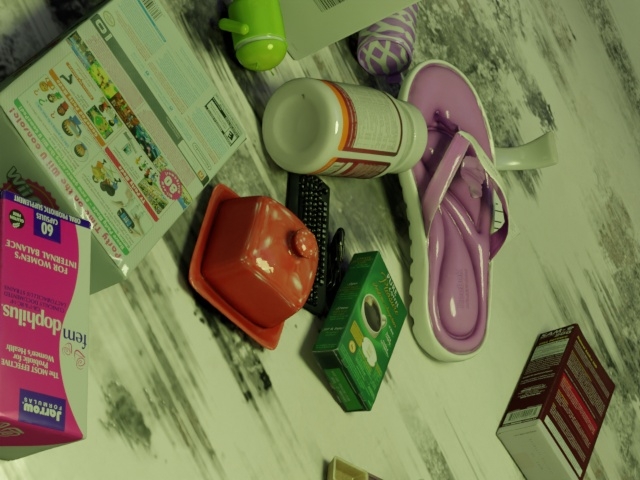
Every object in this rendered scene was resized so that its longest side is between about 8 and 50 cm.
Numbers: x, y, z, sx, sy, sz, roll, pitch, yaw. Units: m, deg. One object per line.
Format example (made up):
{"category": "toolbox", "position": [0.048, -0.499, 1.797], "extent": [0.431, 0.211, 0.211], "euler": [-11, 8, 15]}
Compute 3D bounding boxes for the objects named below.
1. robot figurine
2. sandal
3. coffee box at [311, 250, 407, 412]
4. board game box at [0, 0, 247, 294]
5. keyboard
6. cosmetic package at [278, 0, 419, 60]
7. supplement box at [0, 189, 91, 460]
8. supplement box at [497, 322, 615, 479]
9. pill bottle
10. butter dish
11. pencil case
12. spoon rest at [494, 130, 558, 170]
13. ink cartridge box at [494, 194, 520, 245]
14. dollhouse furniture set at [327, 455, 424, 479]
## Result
{"category": "robot figurine", "position": [-0.079, -0.264, 1.862], "extent": [0.101, 0.067, 0.115], "euler": [13, 63, -59]}
{"category": "sandal", "position": [0.198, -0.045, 2.014], "extent": [0.169, 0.102, 0.416], "euler": [-1, 85, -36]}
{"category": "coffee box", "position": [0.052, 0.113, 1.854], "extent": [0.113, 0.040, 0.184], "euler": [62, 35, -33]}
{"category": "board game box", "position": [-0.227, -0.112, 1.568], "extent": [0.224, 0.097, 0.303], "euler": [56, 36, -16]}
{"category": "keyboard", "position": [0.000, 0.000, 1.862], "extent": [0.100, 0.038, 0.192], "euler": [31, 51, -41]}
{"category": "cosmetic package", "position": [0.051, -0.381, 1.955], "extent": [0.138, 0.224, 0.224], "euler": [52, 39, -22]}
{"category": "supplement box", "position": [-0.290, 0.081, 1.375], "extent": [0.111, 0.114, 0.220], "euler": [23, 58, -47]}
{"category": "supplement box", "position": [0.348, 0.246, 2.167], "extent": [0.130, 0.073, 0.239], "euler": [57, 38, -18]}
{"category": "pill bottle", "position": [0.036, -0.141, 1.906], "extent": [0.221, 0.121, 0.121], "euler": [1, 72, -53]}
{"category": "butter dish", "position": [-0.055, 0.018, 1.709], "extent": [0.160, 0.118, 0.160], "euler": [43, 42, -32]}
{"category": "pencil case", "position": [0.100, -0.331, 2.124], "extent": [0.088, 0.086, 0.206], "euler": [70, 25, -51]}
{"category": "spoon rest", "position": [0.231, -0.146, 2.222], "extent": [0.276, 0.084, 0.137], "euler": [10, 64, -36]}
{"category": "ink cartridge box", "position": [0.193, -0.069, 2.109], "extent": [0.097, 0.046, 0.207], "euler": [-37, 106, -22]}
{"category": "dollhouse furniture set", "position": [0.068, 0.303, 1.761], "extent": [0.114, 0.081, 0.091], "euler": [33, 49, -40]}
